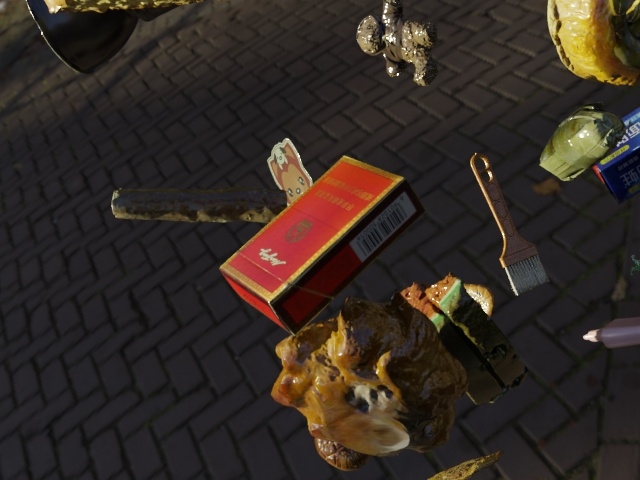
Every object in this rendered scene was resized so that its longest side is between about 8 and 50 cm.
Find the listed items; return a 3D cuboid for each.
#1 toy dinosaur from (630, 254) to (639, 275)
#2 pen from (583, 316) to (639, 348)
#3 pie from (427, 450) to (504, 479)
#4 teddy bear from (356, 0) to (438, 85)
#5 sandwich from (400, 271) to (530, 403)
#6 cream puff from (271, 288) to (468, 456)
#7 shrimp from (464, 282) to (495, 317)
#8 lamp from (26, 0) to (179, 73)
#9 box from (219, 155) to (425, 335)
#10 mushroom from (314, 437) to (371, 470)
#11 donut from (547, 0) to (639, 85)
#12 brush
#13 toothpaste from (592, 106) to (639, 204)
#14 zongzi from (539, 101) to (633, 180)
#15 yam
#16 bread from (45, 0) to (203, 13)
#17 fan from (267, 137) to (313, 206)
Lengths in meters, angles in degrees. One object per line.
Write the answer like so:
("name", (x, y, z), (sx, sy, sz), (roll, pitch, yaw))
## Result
("toy dinosaur", (0.541, 0.044, 1.557), (0.021, 0.083, 0.062), (-5, 39, -1))
("pen", (0.445, 0.126, 1.293), (0.053, 0.032, 0.197), (-27, 6, -34))
("pie", (0.261, 0.441, 1.747), (0.169, 0.034, 0.092), (-30, -6, 24))
("teddy bear", (0.125, -0.293, 1.357), (0.078, 0.119, 0.160), (-23, 35, -32))
("sandwich", (0.222, 0.150, 1.502), (0.109, 0.292, 0.212), (-41, 64, 1))
("cream puff", (0.074, 0.188, 1.248), (0.241, 0.269, 0.155), (-39, 27, 35))
("shrimp", (0.285, 0.121, 1.829), (0.127, 0.025, 0.091), (23, 104, 37))
("lamp", (-0.201, -0.303, 1.064), (0.227, 0.147, 0.172), (-22, 6, 11))
("box", (0.001, 0.001, 1.216), (0.240, 0.074, 0.153), (-42, 36, -13))
("mushroom", (0.046, 0.389, 1.812), (0.126, 0.085, 0.109), (21, 98, 26))
("donut", (0.584, -0.449, 1.722), (0.330, 0.330, 0.160), (-41, 33, -9))
("brush", (0.392, -0.043, 1.977), (0.090, 0.315, 0.017), (-20, -5, -17))
("toothpaste", (0.476, -0.166, 1.127), (0.320, 0.066, 0.076), (-34, 30, 13))
("zongzi", (0.293, -0.127, 0.973), (0.119, 0.055, 0.109), (-51, 3, -22))
("yam", (-0.185, -0.054, 1.455), (0.274, 0.061, 0.061), (0, 39, -6))
("bread", (-0.094, -0.313, 0.835), (0.339, 0.179, 0.194), (-9, 10, -6))
("fan", (-0.038, -0.088, 1.788), (0.009, 0.220, 0.132), (-23, -11, -29))
